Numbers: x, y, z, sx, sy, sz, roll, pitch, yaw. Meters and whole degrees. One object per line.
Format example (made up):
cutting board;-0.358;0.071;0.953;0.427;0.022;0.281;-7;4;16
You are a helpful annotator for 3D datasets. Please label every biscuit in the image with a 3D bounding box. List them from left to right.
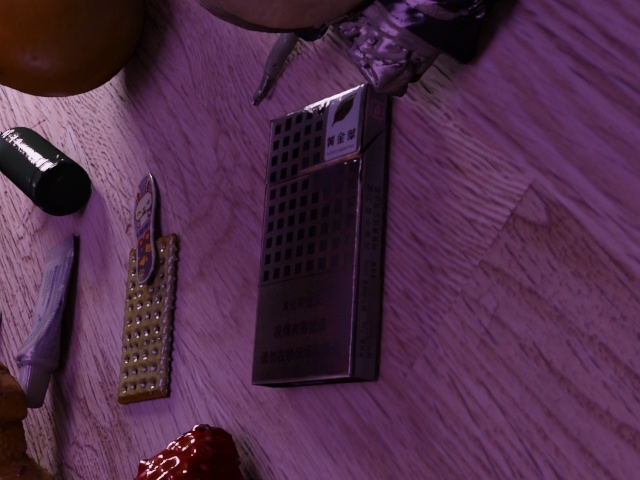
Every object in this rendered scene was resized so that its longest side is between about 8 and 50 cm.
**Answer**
biscuit;-0.243;0.110;1.588;0.139;0.016;0.231;-18;64;51

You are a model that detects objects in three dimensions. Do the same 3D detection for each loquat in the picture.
loquat;-0.447;-0.365;1.742;0.359;0.328;0.328;-38;48;16

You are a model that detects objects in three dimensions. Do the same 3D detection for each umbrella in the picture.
umbrella;0.169;-0.282;1.125;0.358;0.106;0.113;-42;57;27

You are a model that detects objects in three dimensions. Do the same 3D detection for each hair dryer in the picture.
hair dryer;-0.040;-0.285;1.439;0.199;0.068;0.167;133;146;-54

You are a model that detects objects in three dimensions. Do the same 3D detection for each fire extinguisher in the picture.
fire extinguisher;-0.495;-0.127;1.924;0.311;0.114;0.095;34;151;53

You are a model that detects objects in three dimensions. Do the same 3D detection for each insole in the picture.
insole;-0.255;-0.018;1.637;0.065;0.004;0.197;-41;42;37

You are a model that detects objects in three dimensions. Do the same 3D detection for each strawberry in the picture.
strawberry;-0.161;0.320;1.287;0.205;0.205;0.244;-31;35;44

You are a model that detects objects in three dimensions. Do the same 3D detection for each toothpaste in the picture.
toothpaste;-0.440;0.130;1.812;0.099;0.068;0.282;-6;65;24

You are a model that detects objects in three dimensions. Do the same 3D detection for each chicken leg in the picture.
chicken leg;-0.478;0.327;1.680;0.409;0.182;0.295;16;104;44

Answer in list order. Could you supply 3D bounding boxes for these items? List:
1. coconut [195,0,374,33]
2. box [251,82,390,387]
coconut;-0.036;-0.394;1.230;0.323;0.323;0.322;-22;62;48
box;-0.001;0.000;1.277;0.180;0.047;0.324;-13;69;50
